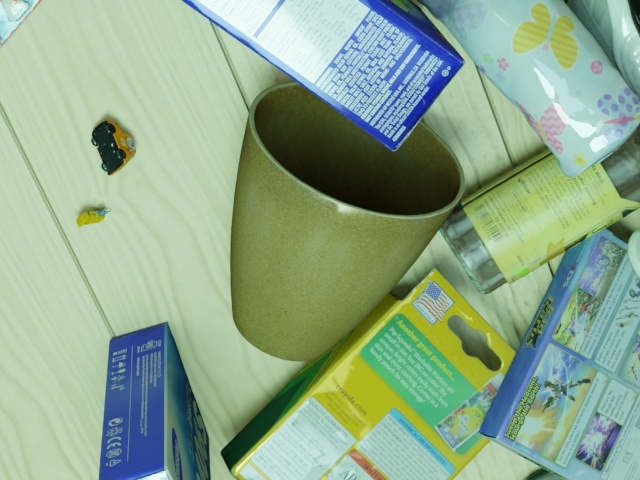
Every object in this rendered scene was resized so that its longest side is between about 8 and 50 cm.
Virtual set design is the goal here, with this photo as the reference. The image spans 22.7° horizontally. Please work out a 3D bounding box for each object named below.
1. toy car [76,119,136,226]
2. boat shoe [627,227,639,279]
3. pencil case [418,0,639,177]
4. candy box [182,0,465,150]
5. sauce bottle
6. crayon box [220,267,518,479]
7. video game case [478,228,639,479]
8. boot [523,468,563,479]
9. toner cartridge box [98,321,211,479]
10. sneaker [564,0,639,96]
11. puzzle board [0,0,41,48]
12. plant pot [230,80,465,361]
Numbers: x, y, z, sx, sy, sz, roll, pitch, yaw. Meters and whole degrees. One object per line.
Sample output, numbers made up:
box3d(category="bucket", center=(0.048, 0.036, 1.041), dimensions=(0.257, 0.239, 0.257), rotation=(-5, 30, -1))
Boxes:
box3d(category="toy car", center=(-0.239, -0.076, 1.755), dimensions=(0.040, 0.060, 0.122), rotation=(-9, 143, -47))
box3d(category="boat shoe", center=(0.409, 0.061, 1.759), dimensions=(0.227, 0.081, 0.079), rotation=(35, 73, -22))
box3d(category="pencil case", center=(0.217, -0.194, 1.644), dimensions=(0.113, 0.124, 0.273), rotation=(-40, 89, -15))
box3d(category="candy box", center=(-0.035, -0.249, 1.566), dimensions=(0.317, 0.268, 0.122), rotation=(35, 102, -15))
box3d(category="sauce bottle", center=(0.298, -0.066, 1.746), dimensions=(0.344, 0.111, 0.111), rotation=(-30, 111, 7))
box3d(category="crayon box", center=(0.072, 0.204, 1.825), dimensions=(0.323, 0.083, 0.203), rotation=(-45, 106, -2))
box3d(category="video game case", center=(0.344, 0.156, 1.813), dimensions=(0.244, 0.061, 0.270), rotation=(30, 81, -16))
box3d(category="boot", center=(0.361, 0.337, 1.883), dimensions=(0.246, 0.161, 0.083), rotation=(0, 115, -4))
box3d(category="toner cartridge box", center=(-0.173, 0.236, 1.707), dimensions=(0.075, 0.348, 0.165), rotation=(-18, 112, 2))
box3d(category="sneaker", center=(0.289, -0.262, 1.679), dimensions=(0.108, 0.100, 0.272), rotation=(-9, 107, 32))
box3d(category="puzzle board", center=(-0.369, -0.242, 1.682), dimensions=(0.096, 0.011, 0.128), rotation=(40, 104, -17))
box3d(category="plant pot", center=(0.000, 0.000, 1.708), dimensions=(0.237, 0.237, 0.254), rotation=(15, 123, -10))
